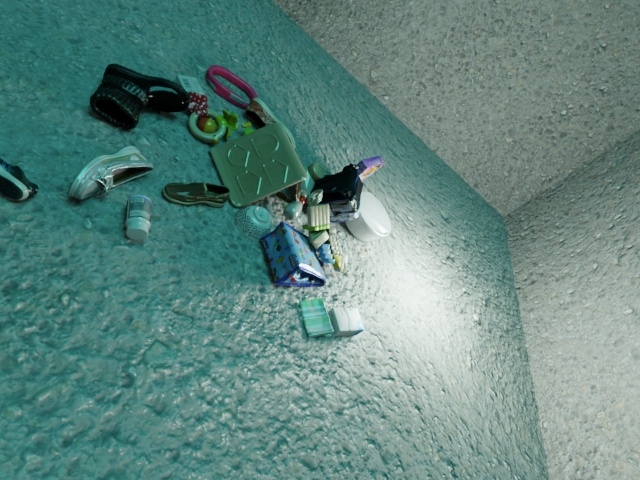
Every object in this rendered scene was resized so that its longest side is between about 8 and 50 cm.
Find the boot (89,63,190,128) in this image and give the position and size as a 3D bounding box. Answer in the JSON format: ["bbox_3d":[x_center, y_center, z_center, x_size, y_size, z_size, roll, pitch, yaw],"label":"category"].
[{"bbox_3d":[-0.697,-0.540,1.603,0.348,0.131,0.260,10,44,-26],"label":"boot"}]

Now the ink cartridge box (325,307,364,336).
[{"bbox_3d":[0.087,0.337,1.680,0.180,0.060,0.104,8,53,-40],"label":"ink cartridge box"}]

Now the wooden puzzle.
[{"bbox_3d":[-0.270,-0.328,1.788,0.348,0.080,0.322,-23,71,-9],"label":"wooden puzzle"}]

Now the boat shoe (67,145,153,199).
[{"bbox_3d":[-0.690,-0.218,1.352,0.103,0.118,0.320,38,31,-6],"label":"boat shoe"}]

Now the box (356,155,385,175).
[{"bbox_3d":[0.183,-0.333,2.164,0.201,0.293,0.057,-26,81,-51],"label":"box"}]

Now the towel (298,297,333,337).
[{"bbox_3d":[-0.017,0.303,1.613,0.113,0.023,0.152,-3,59,-27],"label":"towel"}]

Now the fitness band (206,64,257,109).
[{"bbox_3d":[-0.464,-0.804,2.139,0.291,0.054,0.209,30,38,-24],"label":"fitness band"}]

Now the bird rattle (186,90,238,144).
[{"bbox_3d":[-0.501,-0.538,1.813,0.253,0.143,0.207,28,58,-20],"label":"bird rattle"}]

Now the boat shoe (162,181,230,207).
[{"bbox_3d":[-0.468,-0.194,1.562,0.257,0.095,0.095,0,58,-45],"label":"boat shoe"}]

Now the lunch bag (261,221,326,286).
[{"bbox_3d":[-0.077,0.073,1.706,0.293,0.138,0.221,18,44,-51],"label":"lunch bag"}]

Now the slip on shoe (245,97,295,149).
[{"bbox_3d":[-0.259,-0.584,2.115,0.331,0.123,0.101,47,69,-11],"label":"slip on shoe"}]

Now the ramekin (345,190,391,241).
[{"bbox_3d":[0.240,-0.116,2.153,0.273,0.127,0.273,31,42,-32],"label":"ramekin"}]

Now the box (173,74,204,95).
[{"bbox_3d":[-0.607,-0.682,1.856,0.102,0.087,0.101,-12,67,-50],"label":"box"}]

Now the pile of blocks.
[{"bbox_3d":[0.000,0.000,1.781,0.149,0.113,0.362,-38,118,-32],"label":"pile of blocks"}]

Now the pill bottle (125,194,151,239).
[{"bbox_3d":[-0.601,-0.075,1.342,0.078,0.078,0.137,15,49,-36],"label":"pill bottle"}]

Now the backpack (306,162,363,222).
[{"bbox_3d":[0.070,-0.215,1.980,0.276,0.263,0.213,-75,154,-46],"label":"backpack"}]

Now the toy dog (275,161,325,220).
[{"bbox_3d":[-0.108,-0.263,1.879,0.161,0.220,0.333,42,29,-24],"label":"toy dog"}]

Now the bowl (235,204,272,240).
[{"bbox_3d":[-0.261,-0.088,1.690,0.170,0.080,0.170,26,43,-28],"label":"bowl"}]

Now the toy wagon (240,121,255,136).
[{"bbox_3d":[-0.275,-0.425,1.979,0.344,0.068,0.267,52,37,5],"label":"toy wagon"}]

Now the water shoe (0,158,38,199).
[{"bbox_3d":[-0.912,-0.195,1.164,0.203,0.073,0.080,47,15,-8],"label":"water shoe"}]
